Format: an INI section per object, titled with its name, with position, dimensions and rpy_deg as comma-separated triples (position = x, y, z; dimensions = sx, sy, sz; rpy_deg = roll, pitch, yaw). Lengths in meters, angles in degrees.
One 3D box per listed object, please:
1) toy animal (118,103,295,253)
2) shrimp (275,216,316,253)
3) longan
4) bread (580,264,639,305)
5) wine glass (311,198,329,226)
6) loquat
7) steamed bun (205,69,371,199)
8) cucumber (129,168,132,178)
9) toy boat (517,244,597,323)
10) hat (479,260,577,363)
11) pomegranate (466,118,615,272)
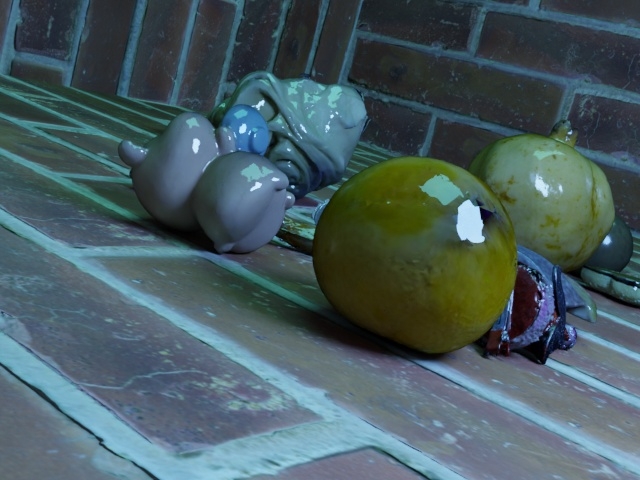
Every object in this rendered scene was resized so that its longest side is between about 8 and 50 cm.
[toy animal]
position = -0.165, -0.079, 1.413
dimensions = 0.210, 0.230, 0.221
rpy_deg = 58, 8, -65
[shrimp]
position = 0.001, -0.004, 1.570
dimensions = 0.236, 0.053, 0.133
rpy_deg = 17, 12, -10
[longan]
position = 0.631, 0.007, 2.096
dimensions = 0.187, 0.167, 0.167
rpy_deg = 29, 17, 37
[bread]
position = 0.706, 0.116, 1.941
dimensions = 0.287, 0.056, 0.207
rpy_deg = 13, 8, -10
[wine glass]
position = 0.057, -0.026, 1.722
dimensions = 0.072, 0.072, 0.155
rpy_deg = 5, 14, -43
[loquat]
position = 0.120, 0.021, 1.159
dimensions = 0.263, 0.263, 0.263
rpy_deg = 15, 11, -3
[steamed bun]
position = -0.080, -0.211, 2.042
dimensions = 0.394, 0.237, 0.346
rpy_deg = -12, -22, 17
[cucumber]
position = -0.222, -0.099, 1.695
dimensions = 0.265, 0.077, 0.077
rpy_deg = 15, 11, 2
[toy boat]
position = 0.340, 0.065, 1.497
dimensions = 0.294, 0.111, 0.276
rpy_deg = 10, 11, -42
[hat]
position = 0.310, 0.122, 1.294
dimensions = 0.227, 0.129, 0.140
rpy_deg = 28, 42, -41
[pomegranate]
position = 0.463, -0.091, 1.919
dimensions = 0.343, 0.342, 0.342
rpy_deg = 15, 11, -3
